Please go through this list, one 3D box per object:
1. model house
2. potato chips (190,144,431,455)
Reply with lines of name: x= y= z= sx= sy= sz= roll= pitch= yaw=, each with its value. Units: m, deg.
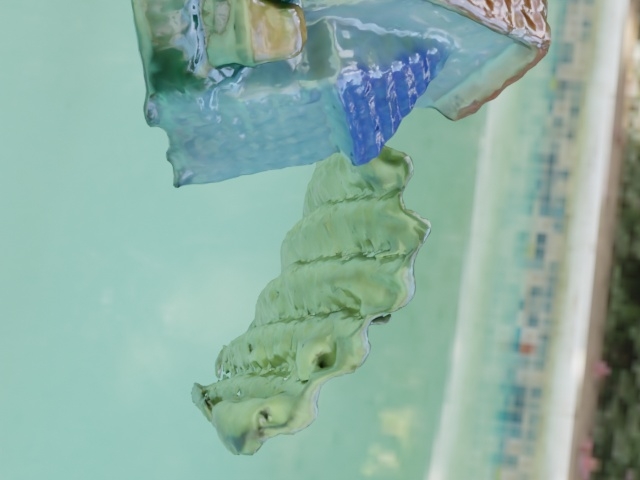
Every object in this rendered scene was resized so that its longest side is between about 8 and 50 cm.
model house: x=0.050 y=-0.212 z=1.109 sx=0.252 sy=0.329 sz=0.295 roll=83 pitch=3 yaw=-59
potato chips: x=-0.001 y=0.002 z=1.493 sx=0.389 sy=0.097 sz=0.373 roll=-122 pitch=-127 yaw=-77
